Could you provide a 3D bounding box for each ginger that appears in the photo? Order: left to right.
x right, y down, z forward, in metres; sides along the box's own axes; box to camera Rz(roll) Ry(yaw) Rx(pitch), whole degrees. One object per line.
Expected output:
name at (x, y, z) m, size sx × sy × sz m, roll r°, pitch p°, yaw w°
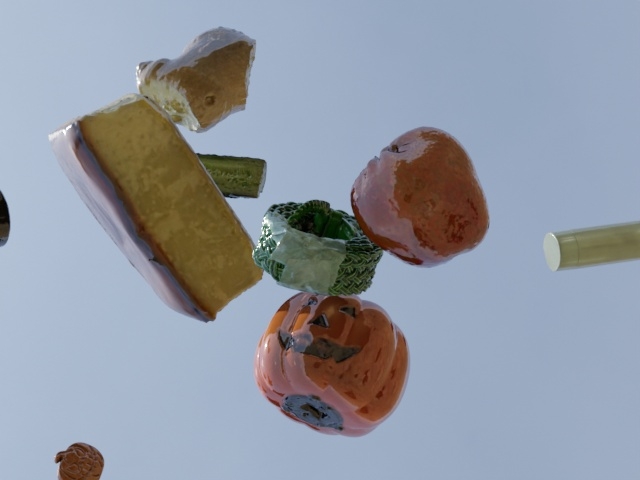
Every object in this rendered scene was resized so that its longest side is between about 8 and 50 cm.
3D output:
ginger at (-0.226, -0.306, 1.492) m, size 0.276 × 0.221 × 0.130 m, roll -100°, pitch 10°, yaw -50°

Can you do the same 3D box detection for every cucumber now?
cucumber at (-0.201, -0.112, 1.418) m, size 0.062 × 0.211 × 0.078 m, roll 81°, pitch -165°, yaw -81°

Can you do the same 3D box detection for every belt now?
belt at (0.000, 0.000, 0.879) m, size 0.151 × 0.121 × 0.079 m, roll 0°, pitch -61°, yaw -38°

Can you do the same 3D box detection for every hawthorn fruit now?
hawthorn fruit at (0.100, -0.036, 0.813) m, size 0.138 × 0.133 × 0.133 m, roll 46°, pitch -127°, yaw -4°

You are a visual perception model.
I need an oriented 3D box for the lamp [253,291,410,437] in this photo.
lamp at (0.018, 0.141, 0.977) m, size 0.188 × 0.187 × 0.164 m, roll 49°, pitch -129°, yaw -32°

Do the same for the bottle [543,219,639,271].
bottle at (0.497, 0.007, 1.404) m, size 0.201 × 0.072 × 0.072 m, roll -7°, pitch -87°, yaw -8°

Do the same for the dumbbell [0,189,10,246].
dumbbell at (-0.530, -0.020, 1.091) m, size 0.191 × 0.100 × 0.100 m, roll -16°, pitch -82°, yaw -43°

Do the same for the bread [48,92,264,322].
bread at (-0.251, -0.054, 1.185) m, size 0.143 × 0.333 × 0.324 m, roll -37°, pitch -74°, yaw -16°

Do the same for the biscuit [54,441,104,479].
biscuit at (-0.379, 0.351, 1.261) m, size 0.078 × 0.015 × 0.091 m, roll 30°, pitch -154°, yaw -16°
